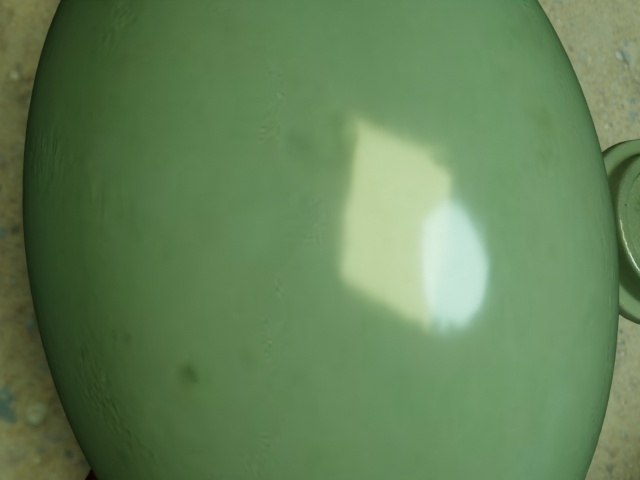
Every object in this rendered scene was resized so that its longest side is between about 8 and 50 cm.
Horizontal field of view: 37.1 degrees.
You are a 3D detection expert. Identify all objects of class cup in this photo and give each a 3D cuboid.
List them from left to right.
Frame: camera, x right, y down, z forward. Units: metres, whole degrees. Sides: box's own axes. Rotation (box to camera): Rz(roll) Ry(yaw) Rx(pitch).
[{"bbox_3d":[0.188,0.004,0.643,0.120,0.141,0.120,6,76,-25],"label":"cup"}]

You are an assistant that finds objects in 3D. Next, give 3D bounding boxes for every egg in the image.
[{"bbox_3d":[0.000,0.000,0.465,0.276,0.276,0.389,-9,88,-29],"label":"egg"}]

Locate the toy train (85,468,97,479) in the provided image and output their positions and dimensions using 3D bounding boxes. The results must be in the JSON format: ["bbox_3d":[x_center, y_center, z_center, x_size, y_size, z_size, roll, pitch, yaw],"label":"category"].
[{"bbox_3d":[-0.129,0.311,0.455,0.086,0.089,0.409,21,73,-18],"label":"toy train"}]
